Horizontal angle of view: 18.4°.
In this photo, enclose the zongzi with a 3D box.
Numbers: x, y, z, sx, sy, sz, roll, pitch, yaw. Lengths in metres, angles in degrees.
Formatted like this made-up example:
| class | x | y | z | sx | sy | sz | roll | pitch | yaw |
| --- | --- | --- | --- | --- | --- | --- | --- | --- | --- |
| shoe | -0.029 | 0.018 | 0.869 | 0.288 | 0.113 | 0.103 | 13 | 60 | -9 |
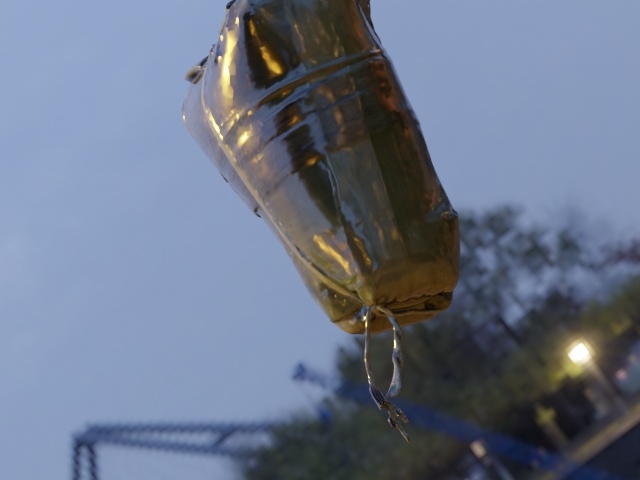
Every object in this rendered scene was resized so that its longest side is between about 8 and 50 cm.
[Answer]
| class | x | y | z | sx | sy | sz | roll | pitch | yaw |
| --- | --- | --- | --- | --- | --- | --- | --- | --- | --- |
| zongzi | 0.000 | 0.000 | 0.664 | 0.062 | 0.154 | 0.130 | -18 | -11 | -27 |
